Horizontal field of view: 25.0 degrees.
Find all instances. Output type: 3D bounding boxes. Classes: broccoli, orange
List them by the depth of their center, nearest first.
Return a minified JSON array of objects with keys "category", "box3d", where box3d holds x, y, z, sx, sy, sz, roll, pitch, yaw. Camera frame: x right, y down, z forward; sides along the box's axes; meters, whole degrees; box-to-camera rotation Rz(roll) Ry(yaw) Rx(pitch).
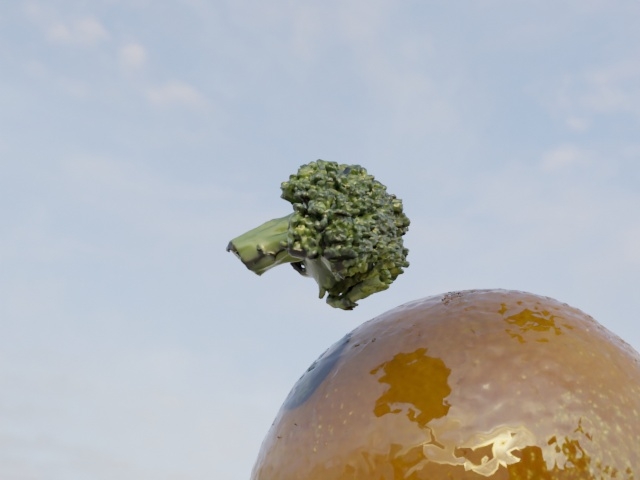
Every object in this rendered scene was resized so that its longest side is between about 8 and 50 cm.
[{"category":"broccoli","box3d":[0.000,0.000,0.726,0.092,0.097,0.095,-24,-51,1]},{"category":"orange","box3d":[0.090,0.164,0.823,0.274,0.274,0.274,4,-30,2]}]
